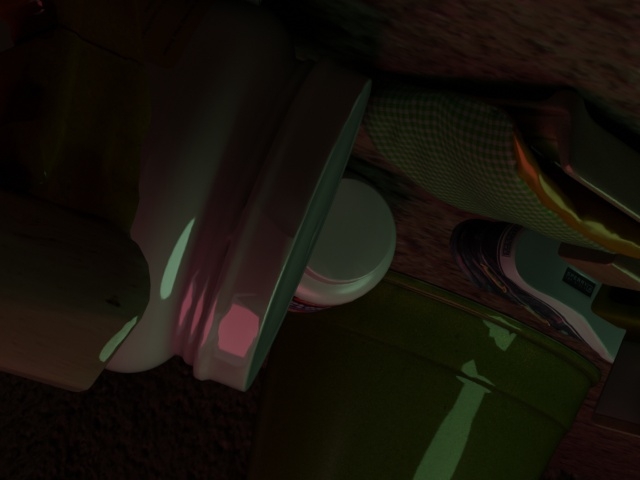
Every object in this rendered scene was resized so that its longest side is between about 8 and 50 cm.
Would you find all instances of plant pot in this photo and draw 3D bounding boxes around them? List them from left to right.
[{"bbox_3d":[0.071,0.244,1.836,0.366,0.353,0.366,22,172,3],"label":"plant pot"}]

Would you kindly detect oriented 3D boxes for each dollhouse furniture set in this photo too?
[{"bbox_3d":[0.152,0.033,1.023,0.301,0.151,0.197,29,169,-36],"label":"dollhouse furniture set"}]

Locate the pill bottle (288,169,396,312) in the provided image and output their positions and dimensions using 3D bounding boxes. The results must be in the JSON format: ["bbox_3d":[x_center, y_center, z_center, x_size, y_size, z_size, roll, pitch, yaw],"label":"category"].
[{"bbox_3d":[0.000,0.000,1.344,0.108,0.108,0.193,24,171,-7],"label":"pill bottle"}]

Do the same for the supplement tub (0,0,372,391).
[{"bbox_3d":[-0.150,-0.061,0.960,0.316,0.228,0.228,22,171,3],"label":"supplement tub"}]

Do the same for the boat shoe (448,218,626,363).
[{"bbox_3d":[0.181,0.035,1.274,0.183,0.065,0.083,36,167,-32],"label":"boat shoe"}]

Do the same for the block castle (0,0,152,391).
[{"bbox_3d":[-0.266,-0.086,0.618,0.453,0.303,0.213,-10,157,42],"label":"block castle"}]

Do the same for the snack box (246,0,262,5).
[{"bbox_3d":[-0.111,-0.171,0.876,0.178,0.022,0.064,22,173,4],"label":"snack box"}]
